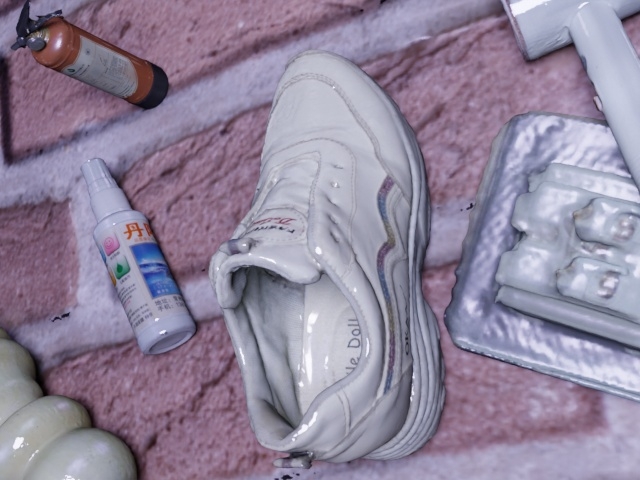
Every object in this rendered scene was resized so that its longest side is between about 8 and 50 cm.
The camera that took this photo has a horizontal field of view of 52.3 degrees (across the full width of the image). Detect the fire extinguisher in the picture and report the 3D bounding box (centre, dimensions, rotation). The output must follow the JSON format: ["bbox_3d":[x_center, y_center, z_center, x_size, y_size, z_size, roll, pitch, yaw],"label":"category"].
[{"bbox_3d":[-0.222,-0.178,0.630,0.062,0.177,0.050,-28,72,22],"label":"fire extinguisher"}]

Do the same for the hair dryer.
[{"bbox_3d":[0.212,-0.121,0.445,0.131,0.073,0.236,-20,59,21],"label":"hair dryer"}]

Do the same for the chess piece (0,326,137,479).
[{"bbox_3d":[-0.295,0.198,0.648,0.251,0.144,0.144,28,96,21],"label":"chess piece"}]

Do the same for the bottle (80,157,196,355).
[{"bbox_3d":[-0.194,0.009,0.660,0.060,0.060,0.217,-36,71,18],"label":"bottle"}]

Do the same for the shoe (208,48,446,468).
[{"bbox_3d":[0.000,0.000,0.482,0.132,0.210,0.342,-13,78,24],"label":"shoe"}]

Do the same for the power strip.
[{"bbox_3d":[0.202,0.009,0.465,0.213,0.064,0.198,14,92,26],"label":"power strip"}]
